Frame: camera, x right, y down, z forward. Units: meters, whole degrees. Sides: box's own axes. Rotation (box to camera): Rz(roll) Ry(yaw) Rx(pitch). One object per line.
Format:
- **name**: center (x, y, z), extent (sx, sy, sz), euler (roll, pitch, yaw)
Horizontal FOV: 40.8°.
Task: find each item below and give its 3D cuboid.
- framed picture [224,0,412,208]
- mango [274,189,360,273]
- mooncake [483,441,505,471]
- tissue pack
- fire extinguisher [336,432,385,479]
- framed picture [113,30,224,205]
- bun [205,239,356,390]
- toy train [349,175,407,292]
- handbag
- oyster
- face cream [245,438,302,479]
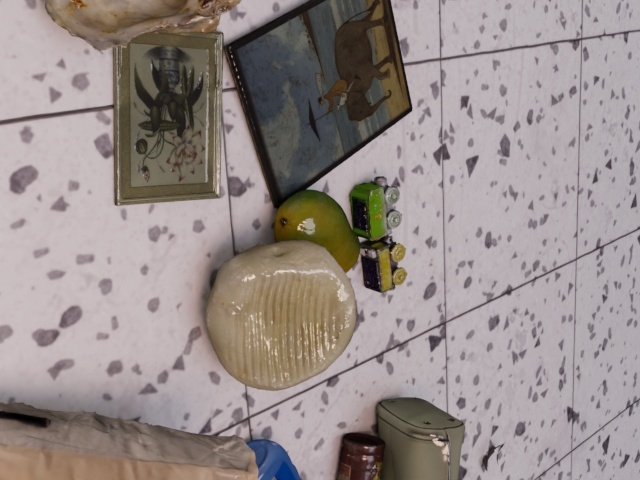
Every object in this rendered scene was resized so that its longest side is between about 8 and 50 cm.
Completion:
- **framed picture**: center (0.014, -0.242, 1.321), extent (0.347, 0.016, 0.265), euler (-37, 126, -34)
- **mango**: center (-0.002, 0.002, 1.313), extent (0.191, 0.086, 0.122), euler (52, 59, -42)
- **mooncake**: center (0.281, 0.403, 1.714), extent (0.150, 0.057, 0.347), euler (-48, 133, -11)
- **tissue pack**: center (-0.272, 0.387, 0.998), extent (0.390, 0.195, 0.375), euler (10, 93, -16)
- **fire extinguisher**: center (0.040, 0.461, 1.486), extent (0.075, 0.106, 0.252), euler (-56, 155, -85)
- **framed picture**: center (-0.197, -0.163, 1.132), extent (0.173, 0.010, 0.231), euler (-9, 105, -44)
- **bun**: center (-0.058, 0.098, 1.234), extent (0.231, 0.133, 0.231), euler (-4, 112, -11)
- **toy train**: center (0.096, -0.005, 1.435), extent (0.081, 0.060, 0.202), euler (-21, 113, -34)
- **handbag**: center (0.174, 0.443, 1.497), extent (0.109, 0.241, 0.315), euler (-5, 98, -19)
- **oyster**: center (-0.216, -0.300, 1.032), extent (0.233, 0.107, 0.161), euler (-4, 99, -28)
- **face cream**: center (-0.076, 0.437, 1.337), extent (0.149, 0.083, 0.264), euler (-39, 125, -29)
